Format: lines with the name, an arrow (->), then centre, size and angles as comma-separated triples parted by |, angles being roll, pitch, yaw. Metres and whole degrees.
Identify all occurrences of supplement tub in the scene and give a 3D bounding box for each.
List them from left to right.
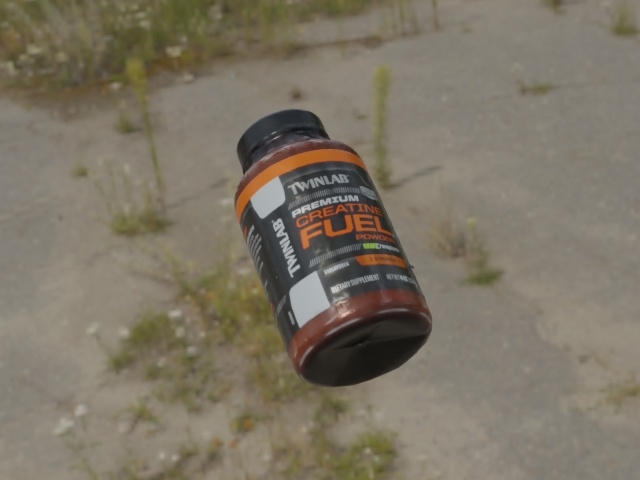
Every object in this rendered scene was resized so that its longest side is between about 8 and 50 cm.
supplement tub -> 0.000, 0.000, 0.997 | 0.106, 0.106, 0.198 | -14, 59, -15
